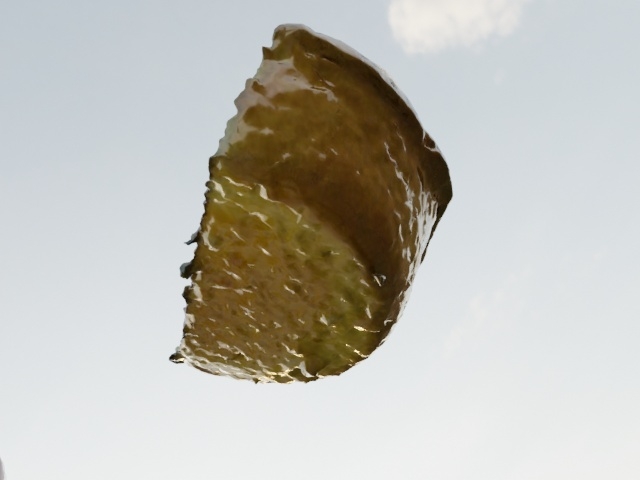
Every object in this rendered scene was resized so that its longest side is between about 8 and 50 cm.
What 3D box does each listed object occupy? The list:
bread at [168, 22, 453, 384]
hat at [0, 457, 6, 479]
[{"bbox_3d":[0.000,0.000,0.710,0.340,0.179,0.194,111,-176,-49],"label":"bread"},{"bbox_3d":[-0.314,0.234,0.543,0.274,0.242,0.332,13,-70,-48],"label":"hat"}]
